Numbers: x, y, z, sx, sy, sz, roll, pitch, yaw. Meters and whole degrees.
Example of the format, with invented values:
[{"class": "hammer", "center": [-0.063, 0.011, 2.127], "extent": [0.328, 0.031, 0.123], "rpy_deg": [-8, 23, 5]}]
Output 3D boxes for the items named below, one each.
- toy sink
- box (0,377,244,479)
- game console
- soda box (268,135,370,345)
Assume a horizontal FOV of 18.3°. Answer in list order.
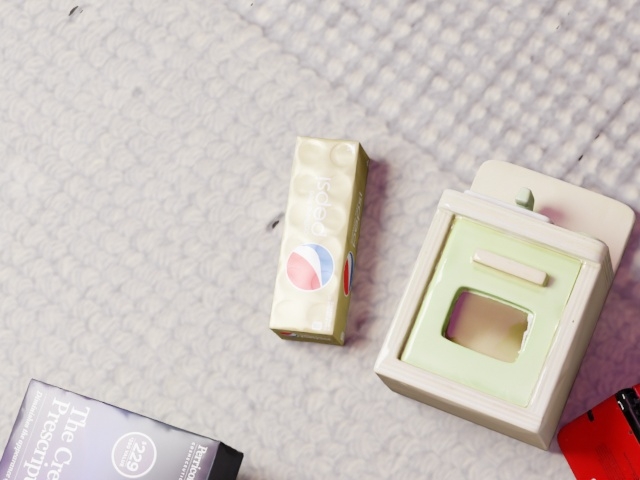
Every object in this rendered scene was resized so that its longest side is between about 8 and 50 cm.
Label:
[{"class": "toy sink", "center": [0.163, 0.041, 1.719], "extent": [0.153, 0.131, 0.234], "rpy_deg": [21, 81, 15]}, {"class": "box", "center": [-0.199, 0.273, 1.708], "extent": [0.184, 0.103, 0.261], "rpy_deg": [17, 81, 11]}, {"class": "game console", "center": [0.296, 0.197, 1.716], "extent": [0.124, 0.085, 0.144], "rpy_deg": [-38, 69, 33]}, {"class": "soda box", "center": [0.000, 0.000, 1.800], "extent": [0.061, 0.058, 0.181], "rpy_deg": [6, 78, 13]}]
